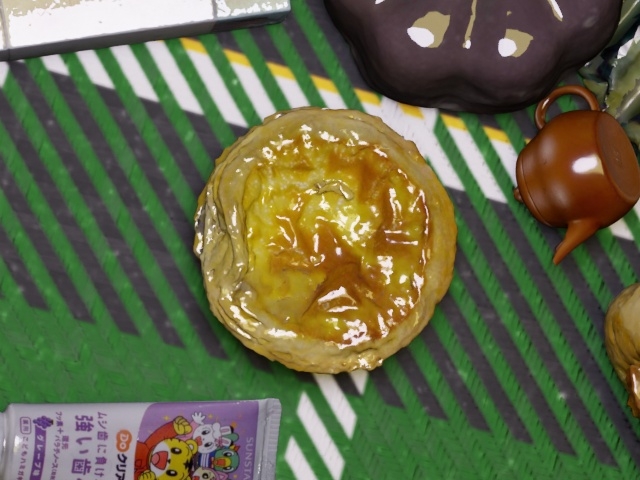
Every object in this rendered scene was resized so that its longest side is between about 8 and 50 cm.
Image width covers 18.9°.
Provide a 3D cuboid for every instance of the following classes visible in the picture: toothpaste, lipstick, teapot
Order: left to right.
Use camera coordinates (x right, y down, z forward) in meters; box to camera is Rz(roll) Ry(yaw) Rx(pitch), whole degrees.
[{"bbox_3d":[-0.216,-0.207,1.688,0.371,0.080,0.076,-9,89,-8],"label":"lipstick"},{"bbox_3d":[-0.181,0.186,1.680,0.299,0.073,0.114,5,86,-16],"label":"toothpaste"},{"bbox_3d":[0.222,-0.062,1.735,0.116,0.116,0.173,0,64,-8],"label":"teapot"}]

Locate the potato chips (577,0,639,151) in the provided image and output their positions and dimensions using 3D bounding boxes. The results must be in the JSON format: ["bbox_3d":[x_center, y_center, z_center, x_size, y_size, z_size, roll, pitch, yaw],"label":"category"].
[{"bbox_3d":[0.451,-0.189,1.793,0.358,0.070,0.429,41,83,-7],"label":"potato chips"}]

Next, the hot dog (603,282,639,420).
[{"bbox_3d":[0.455,0.142,1.712,0.405,0.185,0.223,1,85,-7],"label":"hot dog"}]

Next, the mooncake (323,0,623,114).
[{"bbox_3d":[0.131,-0.264,1.696,0.306,0.154,0.306,0,84,2],"label":"mooncake"}]

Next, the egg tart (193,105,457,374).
[{"bbox_3d":[0.000,0.000,1.695,0.241,0.106,0.241,1,85,-11],"label":"egg tart"}]
